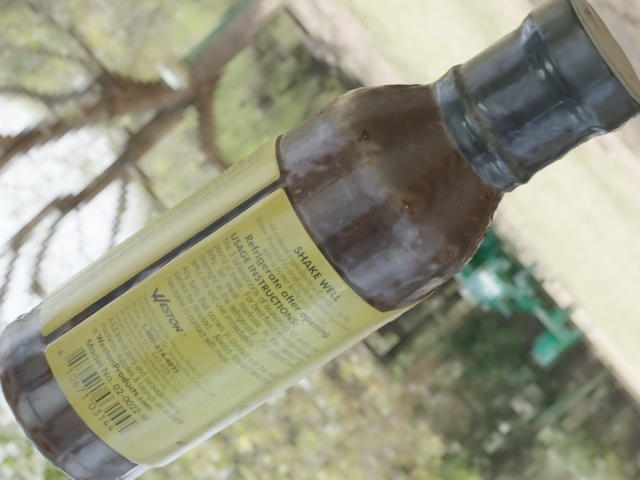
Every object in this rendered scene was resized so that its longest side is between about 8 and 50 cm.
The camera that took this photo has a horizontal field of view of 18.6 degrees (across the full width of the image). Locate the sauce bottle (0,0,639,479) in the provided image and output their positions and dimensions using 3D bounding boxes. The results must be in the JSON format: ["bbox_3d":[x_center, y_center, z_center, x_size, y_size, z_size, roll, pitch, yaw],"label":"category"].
[{"bbox_3d":[0.000,0.000,0.965,0.111,0.344,0.111,49,-160,-25],"label":"sauce bottle"}]
